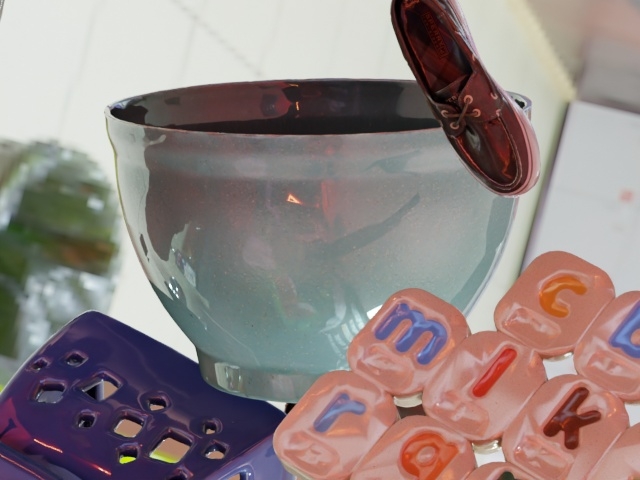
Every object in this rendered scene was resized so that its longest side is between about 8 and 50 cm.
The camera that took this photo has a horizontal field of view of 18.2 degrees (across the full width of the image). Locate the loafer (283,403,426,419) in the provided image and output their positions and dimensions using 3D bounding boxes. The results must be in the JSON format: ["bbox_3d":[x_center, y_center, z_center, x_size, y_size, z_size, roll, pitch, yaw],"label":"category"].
[{"bbox_3d":[0.028,0.124,1.621,0.220,0.078,0.080,-19,-129,55],"label":"loafer"}]

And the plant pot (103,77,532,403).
[{"bbox_3d":[0.000,0.000,1.391,0.293,0.293,0.196,-31,122,-67],"label":"plant pot"}]

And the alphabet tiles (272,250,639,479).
[{"bbox_3d":[0.118,0.137,1.126,0.278,0.284,0.021,-49,149,-22],"label":"alphabet tiles"}]

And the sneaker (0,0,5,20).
[{"bbox_3d":[-0.390,-0.214,2.098,0.121,0.111,0.300,-86,-168,-59],"label":"sneaker"}]

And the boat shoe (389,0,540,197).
[{"bbox_3d":[0.080,-0.087,1.167,0.142,0.049,0.040,62,26,3],"label":"boat shoe"}]

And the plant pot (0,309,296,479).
[{"bbox_3d":[-0.173,0.229,1.590,0.212,0.236,0.236,-30,134,-42],"label":"plant pot"}]
